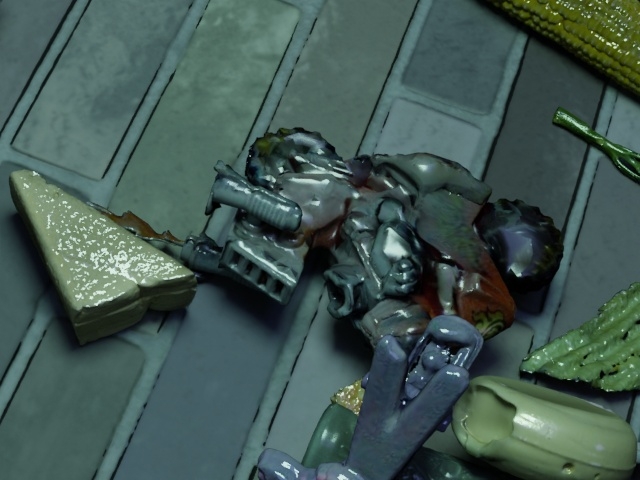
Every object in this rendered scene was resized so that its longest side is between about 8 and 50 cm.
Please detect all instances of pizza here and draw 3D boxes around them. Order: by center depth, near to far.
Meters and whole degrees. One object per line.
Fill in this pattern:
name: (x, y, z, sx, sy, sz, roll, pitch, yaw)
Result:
pizza: (0.055, 0.136, 1.296, 0.083, 0.025, 0.078, 37, 64, 2)

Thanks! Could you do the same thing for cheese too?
cheese: (0.209, 0.161, 1.251, 0.227, 0.137, 0.064, 16, 96, -36)

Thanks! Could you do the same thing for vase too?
vase: (0.093, 0.202, 1.230, 0.219, 0.096, 0.096, 22, 58, 5)

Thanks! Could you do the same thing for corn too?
corn: (0.256, -0.220, 1.515, 0.288, 0.086, 0.086, 35, 59, 7)

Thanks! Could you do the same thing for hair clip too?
hair clip: (0.024, 0.174, 1.151, 0.137, 0.090, 0.278, 30, 95, 12)

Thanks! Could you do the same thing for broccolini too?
broccolini: (0.280, -0.087, 1.469, 0.140, 0.035, 0.030, 35, 56, 11)

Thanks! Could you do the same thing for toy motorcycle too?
toy motorcycle: (0.000, 0.000, 1.305, 0.401, 0.134, 0.207, 20, 52, -1)

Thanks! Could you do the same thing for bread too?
bread: (-0.182, 0.001, 1.294, 0.105, 0.077, 0.152, -21, 70, -18)

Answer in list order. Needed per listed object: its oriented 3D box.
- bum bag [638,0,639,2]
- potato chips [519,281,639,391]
bum bag: (0.259, -0.302, 1.543, 0.248, 0.123, 0.060, 38, 77, 15)
potato chips: (0.273, 0.089, 1.367, 0.207, 0.028, 0.092, -27, 67, -26)
